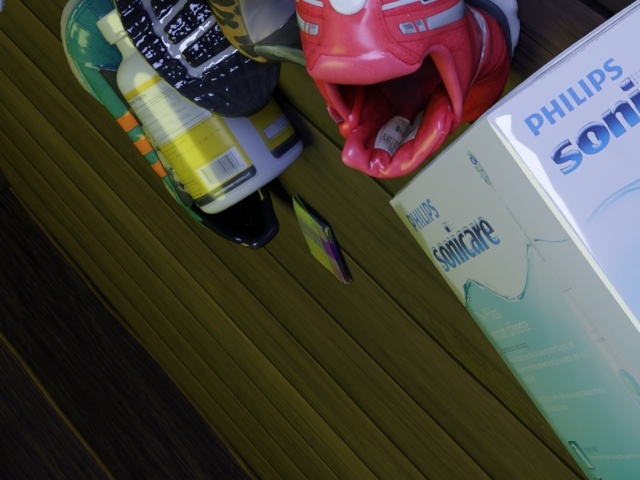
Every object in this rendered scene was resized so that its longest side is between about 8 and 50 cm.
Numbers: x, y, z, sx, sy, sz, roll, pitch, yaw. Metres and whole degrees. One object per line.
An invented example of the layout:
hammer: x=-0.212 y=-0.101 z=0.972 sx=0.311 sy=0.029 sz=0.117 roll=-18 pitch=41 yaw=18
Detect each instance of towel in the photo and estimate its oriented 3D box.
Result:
towel: x=0.000 y=0.000 z=1.638 sx=0.060 sy=0.009 sz=0.083 roll=44 pitch=163 yaw=43

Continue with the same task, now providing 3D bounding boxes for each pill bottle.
pill bottle: x=-0.102 y=-0.122 z=1.474 sx=0.184 sy=0.103 sz=0.103 roll=57 pitch=168 yaw=-8

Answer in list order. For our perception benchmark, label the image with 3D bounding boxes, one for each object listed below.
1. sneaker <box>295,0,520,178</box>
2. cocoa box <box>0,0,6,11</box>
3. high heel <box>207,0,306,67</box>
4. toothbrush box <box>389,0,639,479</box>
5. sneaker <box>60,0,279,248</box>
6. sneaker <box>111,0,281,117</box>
sneaker: x=0.034 y=-0.086 z=0.876 sx=0.279 sy=0.107 sz=0.118 roll=33 pitch=-122 yaw=-73
cocoa box: x=-0.328 y=-0.328 z=1.171 sx=0.347 sy=0.228 sz=0.231 roll=109 pitch=153 yaw=-62
high heel: x=-0.072 y=-0.214 z=1.148 sx=0.261 sy=0.093 sz=0.186 roll=57 pitch=169 yaw=-28
toothbrush box: x=0.180 y=0.048 z=0.822 sx=0.295 sy=0.126 sz=0.216 roll=53 pitch=168 yaw=3
sneaker: x=-0.117 y=-0.107 z=1.589 sx=0.121 sy=0.108 sz=0.302 roll=41 pitch=170 yaw=45
sneaker: x=-0.125 y=-0.219 z=1.357 sx=0.300 sy=0.111 sz=0.121 roll=56 pitch=-178 yaw=8
